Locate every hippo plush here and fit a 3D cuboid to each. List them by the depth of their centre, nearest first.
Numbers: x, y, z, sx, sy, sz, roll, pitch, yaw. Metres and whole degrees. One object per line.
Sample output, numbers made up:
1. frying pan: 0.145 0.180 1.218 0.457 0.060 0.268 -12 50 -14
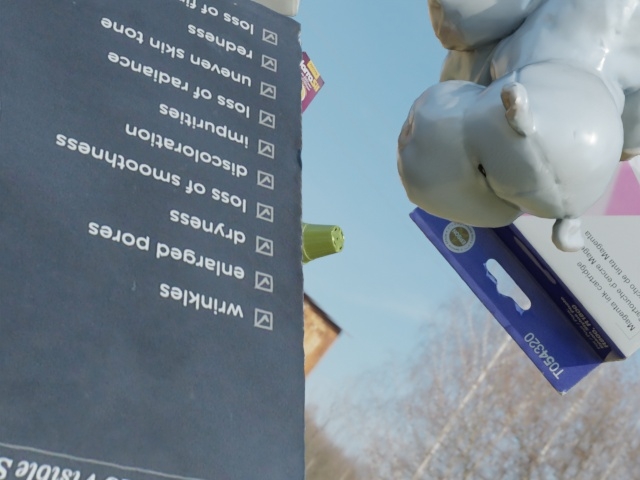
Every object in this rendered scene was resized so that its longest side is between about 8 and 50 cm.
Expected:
1. hippo plush: 0.194 -0.093 0.719 0.294 0.236 0.234 -3 -41 40

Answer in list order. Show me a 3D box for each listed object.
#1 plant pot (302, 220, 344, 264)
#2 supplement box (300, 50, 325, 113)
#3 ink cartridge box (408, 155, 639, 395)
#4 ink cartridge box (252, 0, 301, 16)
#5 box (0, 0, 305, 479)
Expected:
1. plant pot: 0.000 0.000 1.684 0.079 0.083 0.083 -7 -38 26
2. supplement box: -0.039 -0.195 1.158 0.043 0.083 0.055 -9 -53 40
3. ink cartridge box: 0.342 -0.019 1.169 0.324 0.330 0.071 49 0 3
4. ink cartridge box: -0.111 -0.464 1.375 0.197 0.273 0.114 8 -49 1
5. box: -0.277 0.007 0.629 0.480 0.472 0.297 20 -41 -28
